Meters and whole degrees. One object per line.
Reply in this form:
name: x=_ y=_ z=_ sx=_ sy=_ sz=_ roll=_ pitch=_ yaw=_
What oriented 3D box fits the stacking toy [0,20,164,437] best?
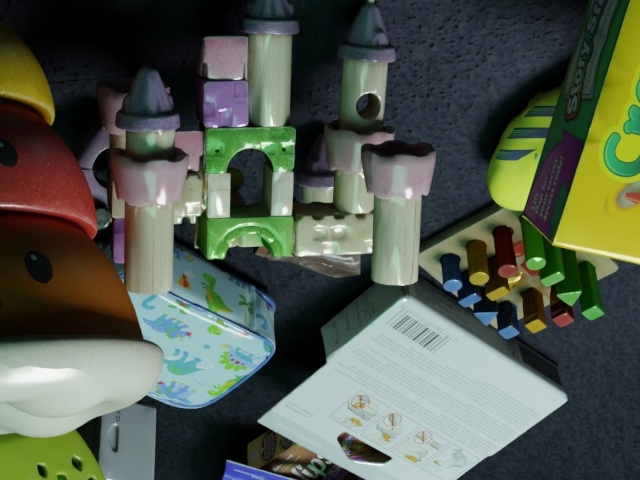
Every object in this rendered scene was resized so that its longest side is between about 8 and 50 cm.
stacking toy: x=-0.327 y=-0.075 z=1.377 sx=0.350 sy=0.480 sz=0.350 roll=-8 pitch=170 yaw=-1

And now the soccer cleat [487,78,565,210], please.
soccer cleat: x=0.268 y=-0.102 z=1.596 sx=0.093 sy=0.121 sz=0.289 roll=32 pitch=128 yaw=-31

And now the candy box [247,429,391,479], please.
candy box: x=0.013 y=0.241 z=2.025 sx=0.109 sy=0.053 sz=0.187 roll=31 pitch=128 yaw=-32

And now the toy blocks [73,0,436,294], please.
toy blocks: x=-0.070 y=-0.116 z=1.540 sx=0.288 sy=0.309 sz=0.260 roll=-2 pitch=104 yaw=-14

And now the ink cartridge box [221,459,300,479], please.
ink cartridge box: x=-0.026 y=0.338 z=2.062 sx=0.206 sy=0.045 sz=0.208 roll=15 pitch=156 yaw=2

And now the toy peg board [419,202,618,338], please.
toy peg board: x=0.209 y=0.043 z=1.789 sx=0.160 sy=0.079 sz=0.161 roll=-29 pitch=131 yaw=27

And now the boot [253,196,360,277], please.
boot: x=0.000 y=0.000 z=1.765 sx=0.114 sy=0.037 sz=0.106 roll=18 pitch=148 yaw=-16

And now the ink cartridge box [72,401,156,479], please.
ink cartridge box: x=-0.260 y=0.284 z=2.007 sx=0.072 sy=0.127 sz=0.175 roll=18 pitch=135 yaw=-22

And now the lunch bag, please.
lunch bag: x=-0.172 y=0.088 z=1.819 sx=0.219 sy=0.090 sz=0.176 roll=28 pitch=129 yaw=-29

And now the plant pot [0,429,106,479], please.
plant pot: x=-0.379 y=0.269 z=1.864 sx=0.228 sy=0.207 sz=0.227 roll=-8 pitch=180 yaw=38

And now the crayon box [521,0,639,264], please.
crayon box: x=0.377 y=-0.144 z=1.441 sx=0.313 sy=0.106 sz=0.363 roll=12 pitch=104 yaw=-15

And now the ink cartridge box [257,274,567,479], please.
ink cartridge box: x=0.103 y=0.172 z=1.921 sx=0.275 sy=0.060 sz=0.239 roll=32 pitch=120 yaw=-32
